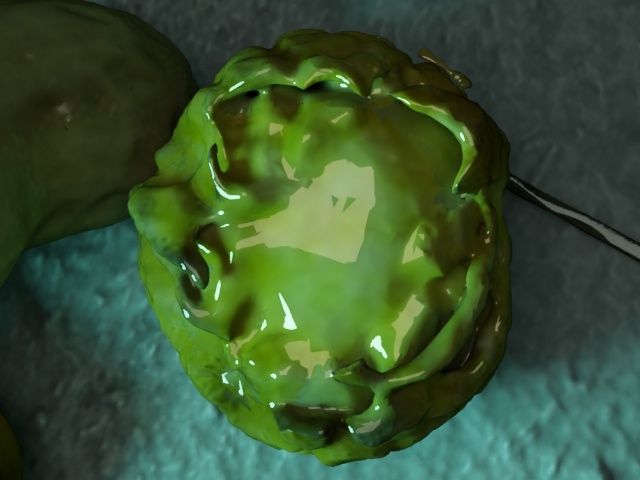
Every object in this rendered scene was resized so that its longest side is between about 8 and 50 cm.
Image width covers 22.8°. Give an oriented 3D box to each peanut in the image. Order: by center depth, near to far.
[{"bbox_3d":[-0.234,-0.041,0.929,0.387,0.169,0.192,-29,47,-32],"label":"peanut"}]

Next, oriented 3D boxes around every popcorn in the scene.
[{"bbox_3d":[0.000,0.000,0.920,0.250,0.190,0.250,-1,86,19],"label":"popcorn"}]

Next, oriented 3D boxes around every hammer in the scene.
[{"bbox_3d":[0.119,-0.039,0.989,0.292,0.029,0.058,30,92,12],"label":"hammer"}]

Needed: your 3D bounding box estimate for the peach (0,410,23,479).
[{"bbox_3d":[-0.256,0.155,0.986,0.138,0.138,0.138,-1,83,12],"label":"peach"}]
